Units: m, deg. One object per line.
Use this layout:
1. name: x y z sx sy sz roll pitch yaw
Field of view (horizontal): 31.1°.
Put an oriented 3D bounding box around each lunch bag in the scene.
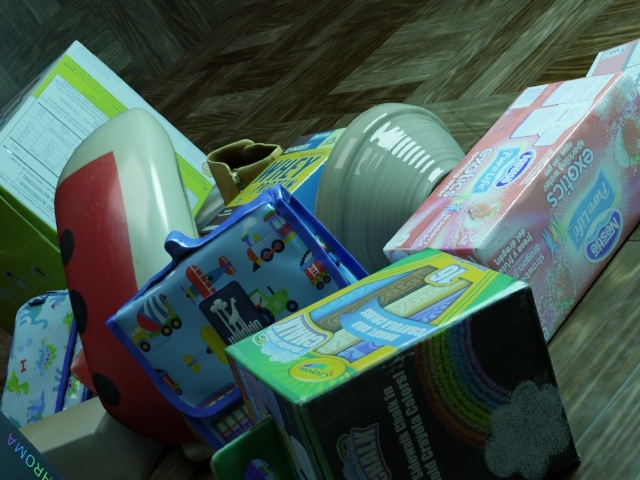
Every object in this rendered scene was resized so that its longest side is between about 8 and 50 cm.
1. lunch bag: -0.053 0.093 1.171 0.221 0.293 0.138 -37 20 12
2. lunch bag: -0.359 0.179 1.630 0.176 0.090 0.219 -5 66 32

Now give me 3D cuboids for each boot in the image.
1. boot: -0.108 -0.040 1.680 0.295 0.211 0.104 -13 29 45

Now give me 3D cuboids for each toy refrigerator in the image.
1. toy refrigerator: -0.340 0.288 1.485 0.269 0.102 0.094 -24 23 29

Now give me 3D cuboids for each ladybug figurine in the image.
1. ladybug figurine: -0.217 0.054 1.399 0.161 0.449 0.305 -15 -24 -5

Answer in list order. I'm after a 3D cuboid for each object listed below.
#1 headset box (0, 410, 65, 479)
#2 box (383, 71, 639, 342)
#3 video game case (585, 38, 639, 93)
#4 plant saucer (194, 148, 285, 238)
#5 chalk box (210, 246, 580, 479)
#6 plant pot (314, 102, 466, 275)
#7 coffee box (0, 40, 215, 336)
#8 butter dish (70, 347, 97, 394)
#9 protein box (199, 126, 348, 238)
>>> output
1. headset box: -0.351 0.355 1.156 0.131 0.246 0.283 -27 22 22
2. box: 0.233 -0.035 1.249 0.300 0.142 0.154 -47 24 -28
3. video game case: 0.459 -0.226 1.478 0.285 0.025 0.204 -15 29 41
4. plant saucer: -0.159 -0.045 1.995 0.310 0.050 0.311 -30 21 13
5. chalk box: 0.041 0.154 0.997 0.289 0.180 0.179 -24 18 -17
6. plant pot: 0.112 -0.037 1.337 0.109 0.237 0.237 15 51 43
7. coffee box: -0.442 -0.058 1.946 0.337 0.338 0.334 -29 27 43
8. butter dish: -0.244 0.177 1.553 0.160 0.160 0.118 -58 4 -35
9. protein box: 0.000 0.000 1.446 0.201 0.200 0.136 -46 23 -28
